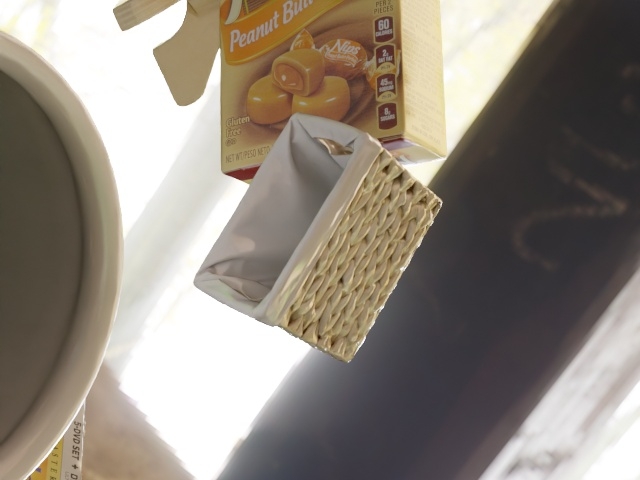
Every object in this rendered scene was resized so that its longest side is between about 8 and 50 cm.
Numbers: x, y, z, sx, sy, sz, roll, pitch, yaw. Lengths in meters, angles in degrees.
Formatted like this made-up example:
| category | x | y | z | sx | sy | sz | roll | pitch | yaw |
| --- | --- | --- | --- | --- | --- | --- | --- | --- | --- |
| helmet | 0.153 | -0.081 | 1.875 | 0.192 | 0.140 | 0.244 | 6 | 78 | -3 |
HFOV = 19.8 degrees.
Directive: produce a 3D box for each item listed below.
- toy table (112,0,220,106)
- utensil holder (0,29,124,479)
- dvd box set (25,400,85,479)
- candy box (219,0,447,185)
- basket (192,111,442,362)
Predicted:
| category | x | y | z | sx | sy | sz | roll | pitch | yaw |
| --- | --- | --- | --- | --- | --- | --- | --- | --- | --- |
| toy table | -0.130 | -0.280 | 1.938 | 0.252 | 0.161 | 0.274 | -51 | -62 | -81 |
| utensil holder | -0.375 | -0.006 | 1.193 | 0.385 | 0.327 | 0.328 | 14 | -177 | 43 |
| dvd box set | -0.425 | 0.169 | 1.709 | 0.420 | 0.062 | 0.307 | 23 | -152 | -17 |
| candy box | 0.007 | -0.213 | 1.599 | 0.087 | 0.183 | 0.316 | 22 | -118 | -57 |
| basket | 0.000 | 0.000 | 1.436 | 0.103 | 0.167 | 0.113 | 35 | 173 | -34 |
